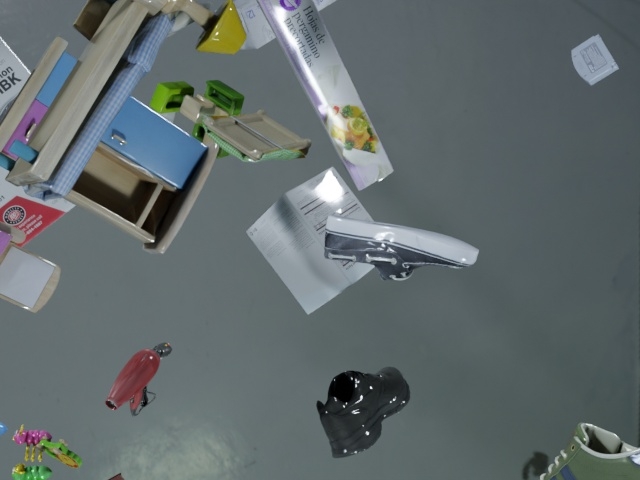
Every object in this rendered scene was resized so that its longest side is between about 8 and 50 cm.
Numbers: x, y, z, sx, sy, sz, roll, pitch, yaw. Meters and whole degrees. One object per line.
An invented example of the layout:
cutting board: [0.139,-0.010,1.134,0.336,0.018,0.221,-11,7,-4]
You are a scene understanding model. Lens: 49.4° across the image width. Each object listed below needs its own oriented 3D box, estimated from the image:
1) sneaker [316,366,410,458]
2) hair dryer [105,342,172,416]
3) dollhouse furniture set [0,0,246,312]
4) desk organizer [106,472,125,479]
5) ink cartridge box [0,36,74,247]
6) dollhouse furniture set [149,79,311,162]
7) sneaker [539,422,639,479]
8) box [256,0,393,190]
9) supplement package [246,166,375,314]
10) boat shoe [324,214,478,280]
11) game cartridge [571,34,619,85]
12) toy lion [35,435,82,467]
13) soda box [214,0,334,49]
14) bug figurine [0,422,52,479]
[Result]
sneaker: [0.085,0.298,1.346,0.109,0.286,0.130,-26,92,28]
hair dryer: [-0.486,0.399,1.885,0.080,0.293,0.223,17,92,14]
dollhouse furniture set: [-0.173,-0.049,0.600,0.198,0.303,0.286,33,74,-28]
desk organizer: [-0.446,0.529,1.396,0.130,0.050,0.047,-24,123,-34]
ink cartridge box: [-0.472,-0.145,1.022,0.197,0.114,0.273,-42,108,-14]
dollhouse furniture set: [-0.196,-0.201,1.460,0.198,0.302,0.151,-23,142,-54]
sneaker: [0.204,0.180,0.518,0.064,0.192,0.086,4,66,-34]
box: [0.010,-0.215,0.968,0.063,0.067,0.324,-30,124,2]
supplement package: [0.000,0.000,1.724,0.262,0.199,0.198,53,46,2]
boat shoe: [0.138,0.026,1.279,0.108,0.301,0.102,-5,105,-63]
game cartridge: [0.438,-0.289,1.119,0.056,0.083,0.017,-29,138,26]
toy lion: [-0.639,0.528,1.717,0.034,0.100,0.096,-61,139,-41]
soda box: [-0.085,-0.513,1.506,0.286,0.098,0.091,-41,125,-31]
bug figurine: [-0.764,0.523,1.685,0.216,0.279,0.072,7,116,-23]
